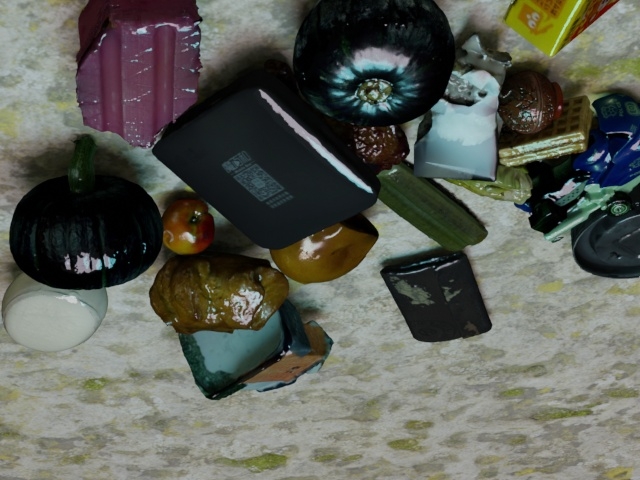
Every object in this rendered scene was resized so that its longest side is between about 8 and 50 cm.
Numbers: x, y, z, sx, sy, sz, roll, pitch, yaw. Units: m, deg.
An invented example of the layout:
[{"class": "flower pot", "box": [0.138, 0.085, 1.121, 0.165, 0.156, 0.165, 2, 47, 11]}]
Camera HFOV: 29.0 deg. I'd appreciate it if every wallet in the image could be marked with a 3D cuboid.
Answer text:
[{"class": "wallet", "box": [0.235, 0.122, 2.467, 0.170, 0.044, 0.321, -9, 150, 13]}]

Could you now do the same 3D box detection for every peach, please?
[{"class": "peach", "box": [-0.232, -0.022, 2.140, 0.101, 0.100, 0.100, -4, 147, -3]}]

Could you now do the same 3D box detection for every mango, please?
[{"class": "mango", "box": [0.000, 0.000, 2.172, 0.166, 0.136, 0.236, -45, 149, 18]}]

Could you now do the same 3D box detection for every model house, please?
[{"class": "model house", "box": [-0.095, 0.209, 2.476, 0.253, 0.184, 0.291, -34, 152, 26]}]

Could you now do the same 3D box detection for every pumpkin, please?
[{"class": "pumpkin", "box": [-0.379, -0.044, 1.994, 0.248, 0.248, 0.248, -4, 147, -3]}, {"class": "pumpkin", "box": [0.075, -0.262, 1.764, 0.233, 0.163, 0.233, -4, 145, -3]}]

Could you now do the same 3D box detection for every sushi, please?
[{"class": "sushi", "box": [0.220, -0.226, 1.914, 0.134, 0.109, 0.273, 7, 130, 6]}]

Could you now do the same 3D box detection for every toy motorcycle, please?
[{"class": "toy motorcycle", "box": [0.469, -0.133, 2.075, 0.196, 0.125, 0.331, 23, 133, -35]}]

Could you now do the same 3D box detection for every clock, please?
[{"class": "clock", "box": [0.605, -0.021, 2.320, 0.281, 0.055, 0.280, -5, 147, -3]}]

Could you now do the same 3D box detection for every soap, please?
[{"class": "soap", "box": [-0.262, -0.247, 1.772, 0.182, 0.112, 0.289, -1, 146, -7]}]

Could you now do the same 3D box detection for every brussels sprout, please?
[{"class": "brussels sprout", "box": [0.271, -0.119, 2.072, 0.181, 0.100, 0.139, 11, 169, -19]}]

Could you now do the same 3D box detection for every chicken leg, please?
[{"class": "chicken leg", "box": [0.017, -0.185, 1.960, 0.322, 0.083, 0.177, 12, 134, -29]}]

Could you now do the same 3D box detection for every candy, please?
[{"class": "candy", "box": [0.361, -0.363, 1.587, 0.276, 0.088, 0.146, -40, 162, -34]}]

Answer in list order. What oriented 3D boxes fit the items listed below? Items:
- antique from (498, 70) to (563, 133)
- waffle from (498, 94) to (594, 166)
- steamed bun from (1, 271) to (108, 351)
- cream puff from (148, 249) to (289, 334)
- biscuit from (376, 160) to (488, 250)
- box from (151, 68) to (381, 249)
[{"class": "antique", "box": [0.322, -0.215, 1.932, 0.104, 0.104, 0.104, -4, 147, -3]}, {"class": "waffle", "box": [0.358, -0.174, 1.980, 0.148, 0.102, 0.042, -10, 132, 28]}, {"class": "steamed bun", "box": [-0.484, 0.108, 2.260, 0.177, 0.130, 0.228, 23, 139, -22]}, {"class": "cream puff", "box": [-0.192, 0.090, 2.220, 0.241, 0.154, 0.269, 4, 171, -16]}, {"class": "biscuit", "box": [0.186, -0.059, 2.207, 0.099, 0.038, 0.322, -23, 144, 29]}, {"class": "box", "box": [-0.085, -0.117, 1.927, 0.289, 0.073, 0.290, 41, 140, -21]}]
